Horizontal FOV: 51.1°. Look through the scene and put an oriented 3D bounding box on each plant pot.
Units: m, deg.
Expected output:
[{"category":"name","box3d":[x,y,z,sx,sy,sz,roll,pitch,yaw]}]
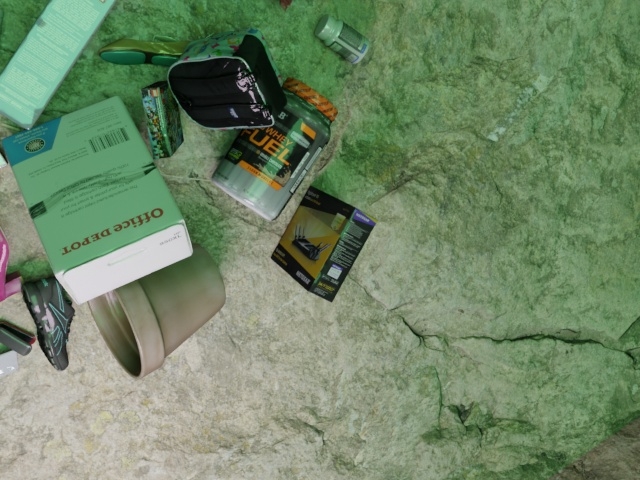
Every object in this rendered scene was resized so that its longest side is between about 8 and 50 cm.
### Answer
[{"category":"plant pot","box3d":[-0.406,0.147,1.700,0.280,0.323,0.323,-24,113,-32]}]

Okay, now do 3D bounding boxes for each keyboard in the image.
[{"category":"keyboard","box3d":[-0.873,0.341,1.641,0.256,0.014,0.072,-21,131,-38]}]

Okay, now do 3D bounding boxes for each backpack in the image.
[{"category":"backpack","box3d":[-0.226,-0.381,1.599,0.225,0.253,0.191,63,33,-42]}]

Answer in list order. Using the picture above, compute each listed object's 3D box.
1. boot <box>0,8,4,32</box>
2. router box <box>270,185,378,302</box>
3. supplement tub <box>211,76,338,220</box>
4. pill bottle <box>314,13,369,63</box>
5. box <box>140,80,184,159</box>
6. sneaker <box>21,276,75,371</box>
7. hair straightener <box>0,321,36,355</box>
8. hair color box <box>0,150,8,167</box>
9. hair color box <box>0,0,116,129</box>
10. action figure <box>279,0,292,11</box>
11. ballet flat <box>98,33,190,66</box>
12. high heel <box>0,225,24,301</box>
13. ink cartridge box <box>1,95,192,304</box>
[{"category":"boot","box3d":[-0.831,-0.497,1.452,0.258,0.095,0.123,14,93,-33]},{"category":"router box","box3d":[0.000,0.000,1.797,0.081,0.309,0.243,28,92,-27]},{"category":"supplement tub","box3d":[-0.113,-0.238,1.741,0.207,0.207,0.338,33,89,-26]},{"category":"pill bottle","box3d":[0.057,-0.543,1.798,0.137,0.078,0.078,27,93,-26]},{"category":"box","box3d":[-0.375,-0.295,1.604,0.044,0.233,0.159,-6,108,-2]},{"category":"sneaker","box3d":[-0.669,0.213,1.700,0.106,0.101,0.267,-25,125,-34]},{"category":"hair straightener","box3d":[-0.815,0.218,1.646,0.047,0.089,0.230,-43,117,11]},{"category":"hair color box","box3d":[-0.811,-0.230,1.545,0.093,0.053,0.167,-30,112,-13]},{"category":"hair color box","box3d":[-0.596,-0.439,1.501,0.113,0.185,0.374,34,90,-26]},{"category":"action figure","box3d":[-0.073,-0.758,1.656,0.275,0.248,0.370,-13,110,-47]},{"category":"ballet flat","box3d":[-0.424,-0.467,1.638,0.232,0.080,0.073,0,76,-25]},{"category":"high heel","box3d":[-0.805,0.040,1.608,0.117,0.082,0.244,-23,125,-26]},{"category":"ink cartridge box","box3d":[-0.503,-0.097,1.519,0.285,0.395,0.166,-25,154,-14]}]
